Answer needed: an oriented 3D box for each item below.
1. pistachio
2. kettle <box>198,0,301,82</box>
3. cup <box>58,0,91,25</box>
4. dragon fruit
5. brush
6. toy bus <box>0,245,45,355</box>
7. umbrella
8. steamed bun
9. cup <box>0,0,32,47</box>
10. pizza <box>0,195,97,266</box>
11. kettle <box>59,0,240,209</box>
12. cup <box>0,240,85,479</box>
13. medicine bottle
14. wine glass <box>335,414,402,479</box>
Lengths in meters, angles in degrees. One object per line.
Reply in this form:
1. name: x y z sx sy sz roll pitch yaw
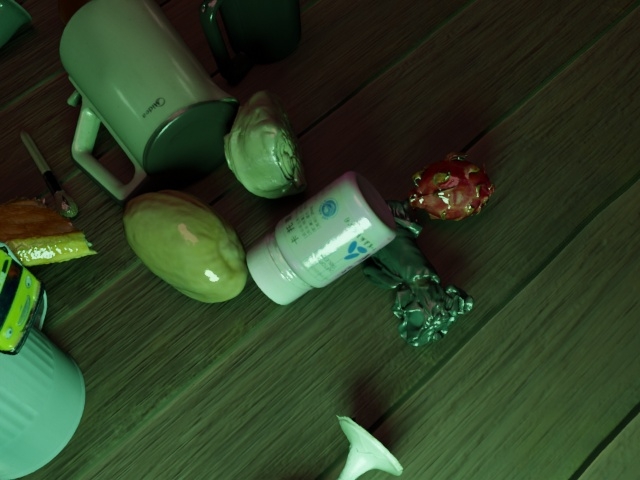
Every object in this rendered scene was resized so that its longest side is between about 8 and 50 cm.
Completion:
1. pistachio: -0.256 0.006 1.393 0.293 0.181 0.162 31 30 18
2. kettle: -0.145 -0.535 1.608 0.203 0.308 0.262 -2 59 4
3. cup: -0.528 -0.616 1.737 0.226 0.264 0.182 36 61 11
4. dragon fruit: 0.249 -0.101 1.418 0.166 0.136 0.133 -16 28 1
5. brush: -0.600 -0.153 1.590 0.039 0.042 0.299 -49 60 18
6. toy bus: -0.546 0.072 1.026 0.262 0.150 0.128 7 62 9
7. umbrella: 0.147 0.033 1.367 0.143 0.094 0.349 -29 59 -3
8. steamed bun: -0.118 -0.177 1.457 0.144 0.211 0.218 -17 49 7
9. cup: -0.829 -0.530 1.773 0.199 0.199 0.150 24 84 19
10. pizza: -0.579 -0.020 1.447 0.280 0.075 0.288 0 23 -10
11. kettle: -0.393 -0.280 1.549 0.361 0.250 0.377 -42 65 6
12. cup: -0.551 0.203 1.217 0.257 0.311 0.331 27 66 20
13. medicine bottle: 0.000 0.000 1.324 0.254 0.152 0.152 -35 58 17
14. wine glass: -0.015 0.429 1.129 0.143 0.143 0.321 35 72 23
